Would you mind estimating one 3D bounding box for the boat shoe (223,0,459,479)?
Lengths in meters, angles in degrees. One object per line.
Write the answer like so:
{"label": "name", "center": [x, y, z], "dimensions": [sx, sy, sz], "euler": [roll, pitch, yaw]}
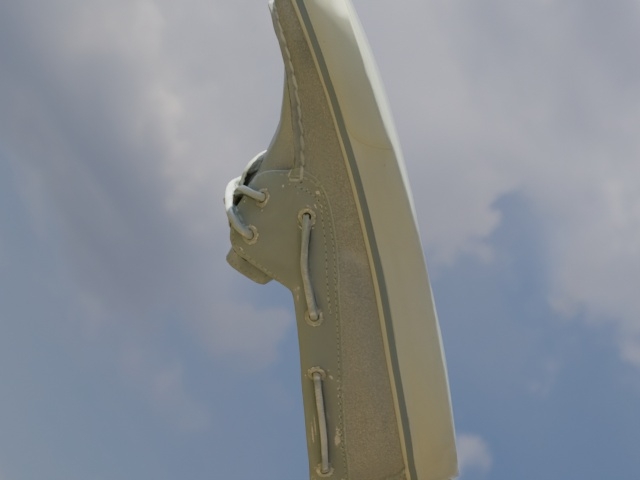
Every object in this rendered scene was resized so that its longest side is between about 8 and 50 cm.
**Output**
{"label": "boat shoe", "center": [0.000, 0.000, 0.696], "dimensions": [0.079, 0.081, 0.227], "euler": [-85, 163, -77]}
